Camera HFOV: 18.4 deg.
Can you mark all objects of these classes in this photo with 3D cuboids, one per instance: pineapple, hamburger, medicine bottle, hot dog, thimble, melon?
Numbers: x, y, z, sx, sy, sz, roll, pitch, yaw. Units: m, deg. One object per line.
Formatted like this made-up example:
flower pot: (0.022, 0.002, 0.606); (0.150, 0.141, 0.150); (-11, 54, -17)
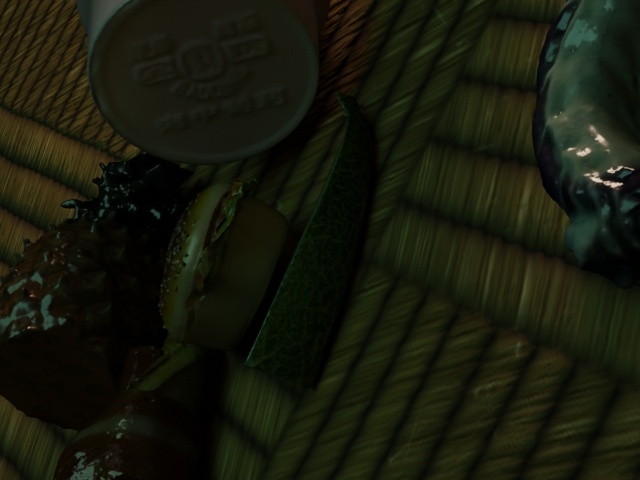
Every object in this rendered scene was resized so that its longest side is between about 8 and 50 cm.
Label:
pineapple: (-0.176, 0.021, 1.666); (0.158, 0.158, 0.278); (-34, 24, 46)
hamburger: (-0.077, 0.015, 1.489); (0.141, 0.081, 0.126); (126, 165, -58)
medicine bottle: (-0.099, -0.250, 1.676); (0.213, 0.213, 0.378); (-47, 29, 30)
hot dog: (-0.148, 0.174, 1.484); (0.123, 0.093, 0.261); (-37, 35, 42)
thimble: (0.217, -0.070, 0.964); (0.237, 0.150, 0.237); (-42, 34, 37)
melon: (0.000, -0.001, 1.459); (0.114, 0.053, 0.261); (121, 168, -62)

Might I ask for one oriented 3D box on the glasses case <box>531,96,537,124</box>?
glasses case: (0.206, -0.137, 1.147); (0.234, 0.064, 0.079); (-52, 28, 21)
